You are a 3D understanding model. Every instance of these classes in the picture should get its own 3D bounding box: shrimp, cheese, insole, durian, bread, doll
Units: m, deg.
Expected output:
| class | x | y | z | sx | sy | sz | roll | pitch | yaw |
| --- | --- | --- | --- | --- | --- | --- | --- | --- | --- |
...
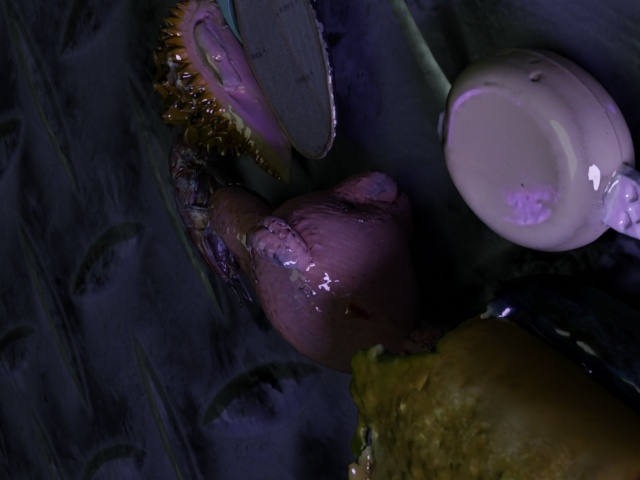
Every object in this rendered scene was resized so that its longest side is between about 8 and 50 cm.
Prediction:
| class | x | y | z | sx | sy | sz | roll | pitch | yaw |
| --- | --- | --- | --- | --- | --- | --- | --- | --- | --- |
| shrimp | -0.105 | -0.023 | 1.182 | 0.073 | 0.075 | 0.190 | -26 | 75 | 34 |
| cheese | 0.171 | -0.044 | 0.769 | 0.227 | 0.064 | 0.137 | 37 | 137 | 43 |
| insole | -0.051 | -0.235 | 0.981 | 0.119 | 0.009 | 0.348 | -12 | 94 | 55 |
| durian | -0.103 | -0.132 | 1.102 | 0.224 | 0.078 | 0.140 | 53 | 131 | 27 |
| bread | 0.188 | 0.185 | 0.737 | 0.376 | 0.208 | 0.251 | 33 | 135 | 39 |
| doll | 0.000 | 0.000 | 1.005 | 0.201 | 0.156 | 0.303 | 41 | 180 | -25 |

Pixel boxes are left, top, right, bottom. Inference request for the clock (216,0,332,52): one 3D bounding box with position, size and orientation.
| class | x | y | z | sx | sy | sz | roll | pitch | yaw |
| --- | --- | --- | --- | --- | --- | --- | --- | --- | --- |
| clock | -0.043 | -0.209 | 1.026 | 0.101 | 0.041 | 0.135 | -44 | 69 | 52 |
